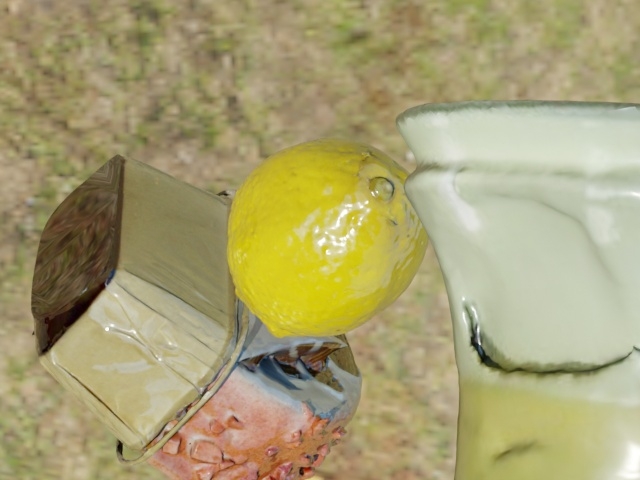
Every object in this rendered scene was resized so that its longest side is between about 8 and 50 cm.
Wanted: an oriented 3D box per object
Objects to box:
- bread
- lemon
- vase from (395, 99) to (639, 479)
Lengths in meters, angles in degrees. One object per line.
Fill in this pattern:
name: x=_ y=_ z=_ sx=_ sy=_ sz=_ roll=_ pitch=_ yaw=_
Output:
bread: x=-0.079 y=0.064 z=1.221 sx=0.212 sy=0.142 sz=0.224 roll=39 pitch=21 yaw=-23
lemon: x=0.000 y=0.000 z=0.643 sx=0.065 sy=0.092 sz=0.065 roll=16 pitch=57 yaw=-26
vase: x=0.059 y=0.135 z=0.412 sx=0.173 sy=0.173 sz=0.321 roll=9 pitch=88 yaw=-43
